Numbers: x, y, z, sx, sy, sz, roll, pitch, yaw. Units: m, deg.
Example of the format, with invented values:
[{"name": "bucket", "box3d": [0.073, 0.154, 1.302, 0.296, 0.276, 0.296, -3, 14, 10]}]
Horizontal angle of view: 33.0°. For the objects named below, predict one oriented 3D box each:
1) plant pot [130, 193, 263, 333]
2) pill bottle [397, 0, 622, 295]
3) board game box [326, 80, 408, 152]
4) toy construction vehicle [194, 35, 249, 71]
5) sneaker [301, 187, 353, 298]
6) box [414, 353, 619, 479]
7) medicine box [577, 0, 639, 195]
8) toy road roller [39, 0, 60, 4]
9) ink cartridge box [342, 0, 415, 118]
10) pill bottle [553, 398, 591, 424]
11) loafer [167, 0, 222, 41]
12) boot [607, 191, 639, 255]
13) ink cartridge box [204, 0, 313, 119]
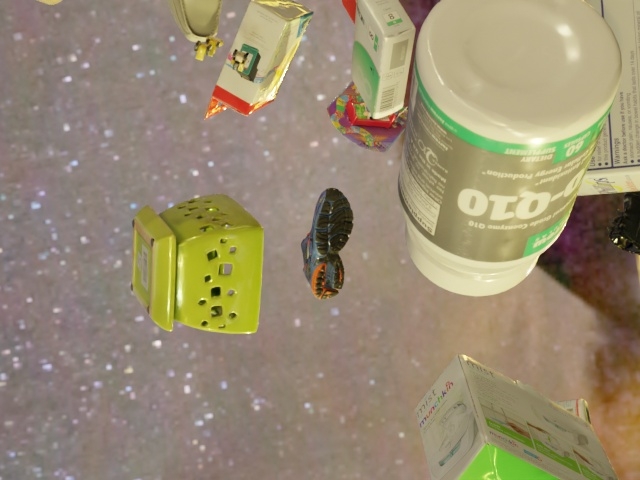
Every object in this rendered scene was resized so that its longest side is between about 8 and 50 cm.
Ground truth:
[{"name": "plant pot", "box3d": [-0.248, 0.047, 2.100, 0.227, 0.207, 0.228, -141, 52, -59]}, {"name": "pill bottle", "box3d": [0.192, -0.096, 1.197, 0.361, 0.204, 0.204, 90, -178, -60]}, {"name": "board game box", "box3d": [0.092, -0.233, 1.920, 0.169, 0.133, 0.033, -50, -6, -43]}, {"name": "toy construction vehicle", "box3d": [-0.160, -0.297, 1.734, 0.098, 0.086, 0.035, -88, 15, -69]}, {"name": "sneaker", "box3d": [0.000, 0.000, 2.016, 0.083, 0.087, 0.221, -9, -58, -33]}, {"name": "box", "box3d": [0.287, 0.313, 1.543, 0.262, 0.127, 0.231, 28, -160, -16]}, {"name": "medicine box", "box3d": [0.437, -0.206, 1.381, 0.149, 0.289, 0.263, 17, -110, -67]}, {"name": "toy road roller", "box3d": [-0.411, -0.546, 1.758, 0.202, 0.240, 0.329, 13, -78, -47]}, {"name": "ink cartridge box", "box3d": [0.058, -0.314, 1.538, 0.181, 0.056, 0.225, 93, 152, -60]}, {"name": "pill bottle", "box3d": [0.461, 0.371, 2.180, 0.087, 0.160, 0.087, -10, -90, -72]}, {"name": "loafer", "box3d": [-0.230, -0.528, 2.004, 0.111, 0.112, 0.319, 24, 123, 60]}, {"name": "boot", "box3d": [0.535, -0.019, 1.786, 0.121, 0.045, 0.099, 32, -118, -14]}, {"name": "ink cartridge box", "box3d": [-0.109, -0.305, 1.879, 0.231, 0.078, 0.134, -64, -9, 26]}]
